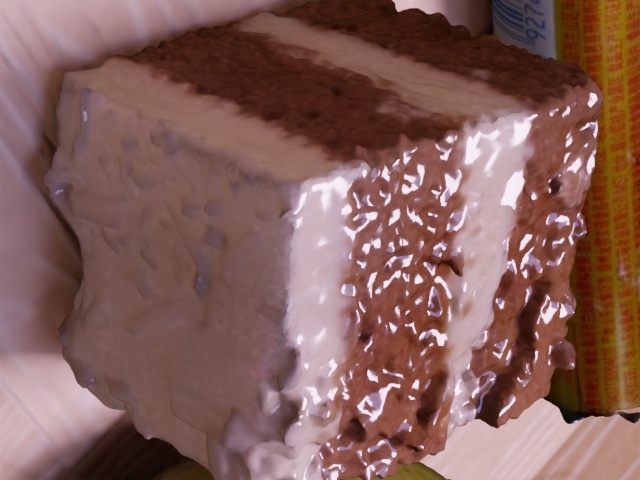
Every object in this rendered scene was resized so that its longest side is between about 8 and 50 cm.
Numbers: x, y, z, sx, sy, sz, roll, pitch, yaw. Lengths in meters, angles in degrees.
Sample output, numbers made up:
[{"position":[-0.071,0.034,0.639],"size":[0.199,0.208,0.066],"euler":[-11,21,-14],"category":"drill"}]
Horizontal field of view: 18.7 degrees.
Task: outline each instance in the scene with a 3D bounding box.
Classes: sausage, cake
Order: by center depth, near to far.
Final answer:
[{"position":[0.000,0.000,0.659],"size":[0.147,0.134,0.135],"euler":[-23,127,-45],"category":"cake"},{"position":[0.100,-0.086,0.760],"size":[0.082,0.082,0.371],"euler":[-33,133,-29],"category":"sausage"}]

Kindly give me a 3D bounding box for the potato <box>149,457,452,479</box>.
[{"position":[-0.007,0.146,0.763],"size":[0.251,0.113,0.149],"euler":[20,106,-42],"category":"potato"}]
